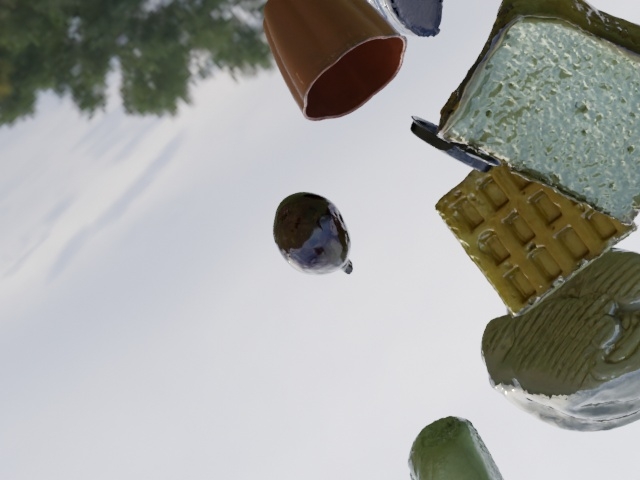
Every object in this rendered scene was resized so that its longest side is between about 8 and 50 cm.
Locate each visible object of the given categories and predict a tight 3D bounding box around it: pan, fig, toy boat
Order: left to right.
[{"bbox_3d":[0.000,0.000,1.703,0.103,0.154,0.109,16,-104,49],"label":"fig"},{"bbox_3d":[0.125,-0.467,2.162,0.129,0.309,0.142,-48,-128,-4],"label":"toy boat"},{"bbox_3d":[0.189,-0.119,1.603,0.028,0.136,0.235,-63,-165,8],"label":"pan"}]

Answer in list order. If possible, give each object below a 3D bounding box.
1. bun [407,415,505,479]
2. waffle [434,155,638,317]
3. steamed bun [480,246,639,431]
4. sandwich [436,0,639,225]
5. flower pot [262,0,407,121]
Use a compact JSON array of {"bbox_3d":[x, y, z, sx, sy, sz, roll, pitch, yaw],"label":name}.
[{"bbox_3d":[0.181,0.325,1.503,0.108,0.221,0.221,-27,-160,5],"label":"bun"},{"bbox_3d":[0.317,-0.038,1.795,0.248,0.221,0.055,-42,166,32],"label":"waffle"},{"bbox_3d":[0.483,0.184,2.109,0.342,0.255,0.367,-51,-149,-7],"label":"steamed bun"},{"bbox_3d":[0.277,-0.153,1.305,0.226,0.251,0.087,114,-2,-47],"label":"sandwich"},{"bbox_3d":[0.006,-0.300,1.800,0.190,0.173,0.191,-32,161,-12],"label":"flower pot"}]
